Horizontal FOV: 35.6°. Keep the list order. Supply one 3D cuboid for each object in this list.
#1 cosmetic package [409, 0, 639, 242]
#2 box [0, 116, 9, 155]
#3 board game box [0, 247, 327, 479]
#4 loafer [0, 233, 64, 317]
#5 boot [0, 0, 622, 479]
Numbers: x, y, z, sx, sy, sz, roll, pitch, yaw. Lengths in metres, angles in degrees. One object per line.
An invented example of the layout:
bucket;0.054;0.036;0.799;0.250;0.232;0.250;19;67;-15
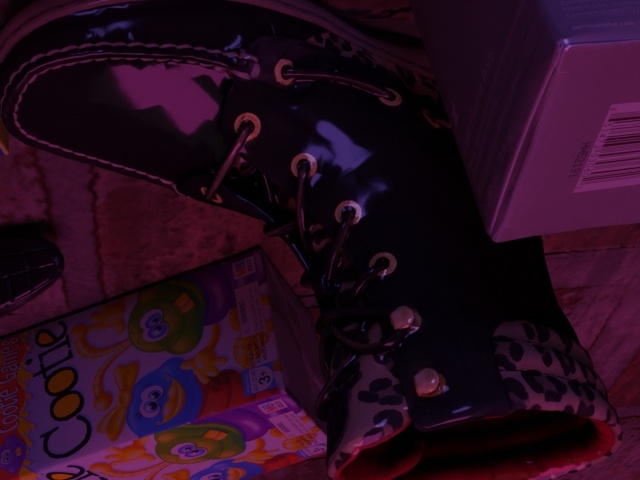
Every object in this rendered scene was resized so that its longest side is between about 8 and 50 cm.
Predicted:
cosmetic package;0.107;-0.133;0.484;0.107;0.238;0.127;-8;143;-11
box;-0.274;-0.084;0.605;0.178;0.042;0.109;-12;146;1
board game box;-0.143;0.139;0.877;0.275;0.142;0.144;-19;145;10
loafer;-0.270;0.039;0.779;0.170;0.062;0.061;-17;168;13
boot;0.000;0.000;0.594;0.377;0.284;0.138;9;140;-30
